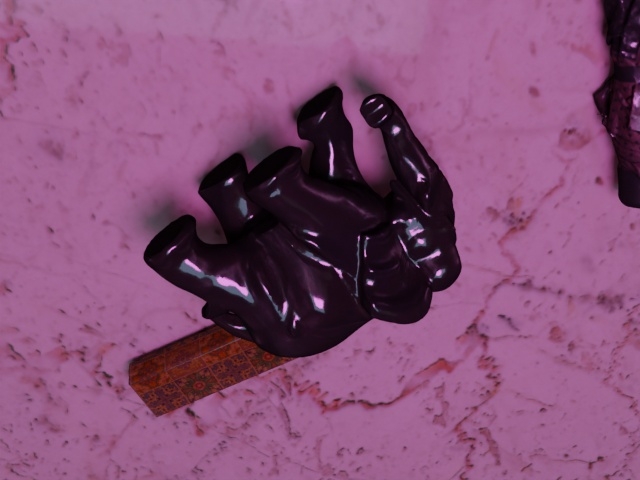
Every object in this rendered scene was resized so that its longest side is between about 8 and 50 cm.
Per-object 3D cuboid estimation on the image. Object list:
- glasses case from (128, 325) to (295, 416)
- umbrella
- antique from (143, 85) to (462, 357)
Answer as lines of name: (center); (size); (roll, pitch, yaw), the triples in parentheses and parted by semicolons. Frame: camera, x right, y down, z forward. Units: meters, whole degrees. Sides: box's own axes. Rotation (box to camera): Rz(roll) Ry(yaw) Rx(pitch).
glasses case: (-0.137, 0.154, 1.064); (0.218, 0.049, 0.075); (-24, 127, 6)
umbrella: (0.370, -0.181, 0.922); (0.094, 0.090, 0.326); (-16, 121, -2)
antique: (0.000, 0.000, 0.926); (0.322, 0.185, 0.255); (-36, 111, 13)
